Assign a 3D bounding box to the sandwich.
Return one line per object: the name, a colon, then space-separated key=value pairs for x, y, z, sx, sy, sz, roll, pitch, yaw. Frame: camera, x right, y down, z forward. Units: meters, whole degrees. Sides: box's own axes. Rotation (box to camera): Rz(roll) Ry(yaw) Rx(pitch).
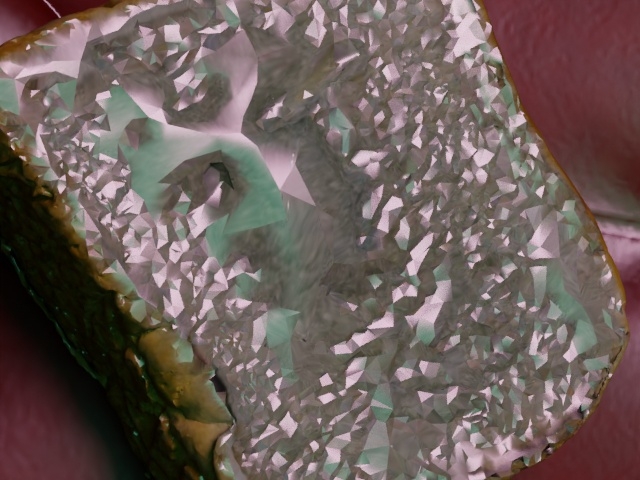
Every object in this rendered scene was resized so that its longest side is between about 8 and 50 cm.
sandwich: x=0.000 y=0.000 z=0.670 sx=0.271 sy=0.099 sz=0.301 roll=-32 pitch=99 yaw=-22
